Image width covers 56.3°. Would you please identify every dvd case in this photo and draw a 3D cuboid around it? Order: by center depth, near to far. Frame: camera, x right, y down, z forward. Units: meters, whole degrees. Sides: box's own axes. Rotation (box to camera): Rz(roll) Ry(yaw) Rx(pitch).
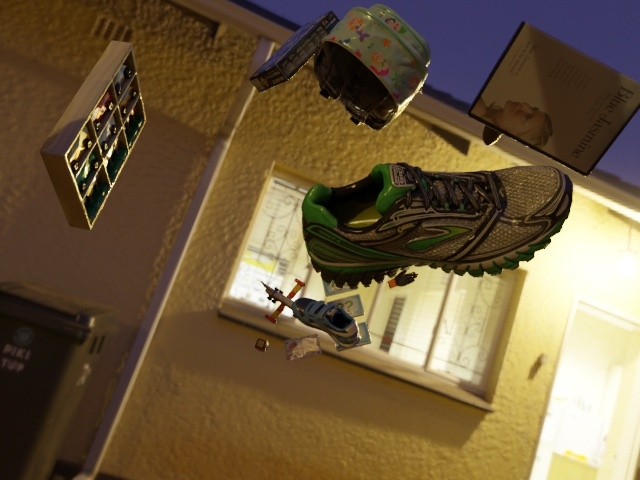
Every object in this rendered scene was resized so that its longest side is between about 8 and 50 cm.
[{"bbox_3d":[0.413,-0.242,1.049,0.253,0.180,0.022,26,27,-3],"label":"dvd case"}]

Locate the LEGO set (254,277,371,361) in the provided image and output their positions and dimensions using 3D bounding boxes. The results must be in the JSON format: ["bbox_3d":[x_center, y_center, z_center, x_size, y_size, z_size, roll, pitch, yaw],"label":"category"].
[{"bbox_3d":[-0.029,0.159,1.283,0.244,0.182,0.060,-14,-31,3],"label":"LEGO set"}]

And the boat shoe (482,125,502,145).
[{"bbox_3d":[0.441,-0.287,1.428,0.049,0.056,0.152,-7,-34,-25],"label":"boat shoe"}]

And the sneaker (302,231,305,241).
[{"bbox_3d":[0.000,0.000,1.692,0.071,0.188,0.066,8,-35,-33],"label":"sneaker"}]

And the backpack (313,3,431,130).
[{"bbox_3d":[0.107,-0.358,1.217,0.225,0.191,0.253,43,-1,-2],"label":"backpack"}]

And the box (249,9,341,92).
[{"bbox_3d":[-0.065,-0.477,1.516,0.051,0.220,0.175,48,-20,-22],"label":"box"}]

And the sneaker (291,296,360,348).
[{"bbox_3d":[0.010,0.135,1.075,0.144,0.053,0.059,26,-34,24],"label":"sneaker"}]

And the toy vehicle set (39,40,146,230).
[{"bbox_3d":[-0.351,-0.171,0.956,0.035,0.266,0.166,10,-37,2],"label":"toy vehicle set"}]

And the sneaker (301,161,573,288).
[{"bbox_3d":[0.139,-0.032,0.748,0.344,0.134,0.146,-12,-40,10],"label":"sneaker"}]

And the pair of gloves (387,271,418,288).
[{"bbox_3d":[0.185,0.068,1.401,0.074,0.083,0.010,-21,-16,4],"label":"pair of gloves"}]
